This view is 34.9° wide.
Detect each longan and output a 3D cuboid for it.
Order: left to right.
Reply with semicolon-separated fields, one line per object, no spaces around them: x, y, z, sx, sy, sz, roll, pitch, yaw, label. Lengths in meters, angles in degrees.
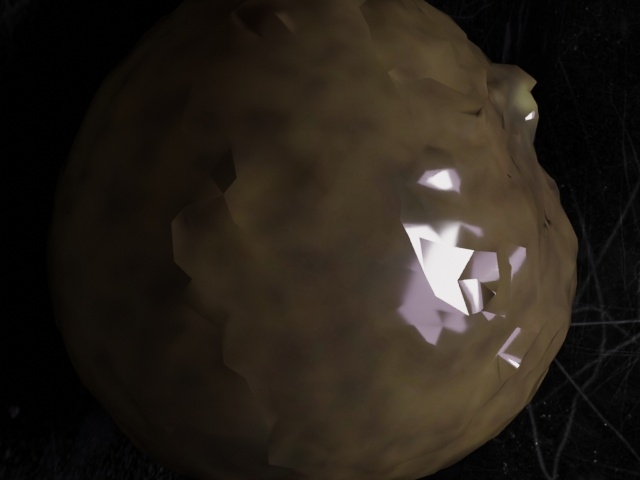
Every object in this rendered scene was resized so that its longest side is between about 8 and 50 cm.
0.000;0.000;0.741;0.391;0.391;0.391;12;90;-69;longan
